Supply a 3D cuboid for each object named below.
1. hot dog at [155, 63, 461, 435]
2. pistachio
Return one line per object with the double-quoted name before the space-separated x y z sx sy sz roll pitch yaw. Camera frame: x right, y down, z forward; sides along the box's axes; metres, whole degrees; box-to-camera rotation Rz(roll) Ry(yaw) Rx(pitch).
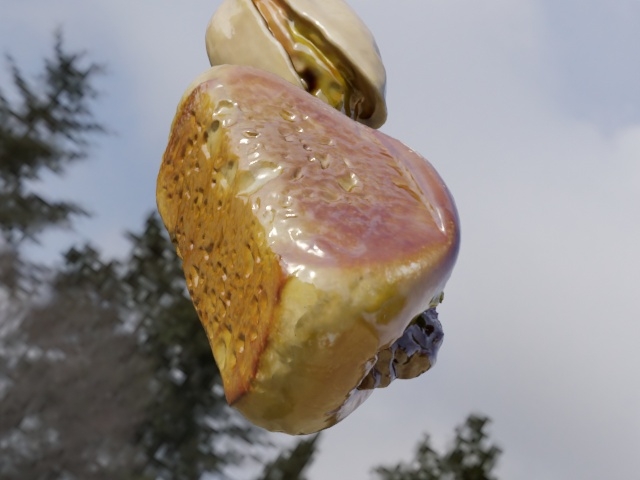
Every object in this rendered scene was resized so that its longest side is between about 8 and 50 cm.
"hot dog" -0.001 0.001 1.528 0.223 0.185 0.405 4 36 -24
"pistachio" -0.029 -0.213 2.016 0.299 0.187 0.187 55 -2 42
